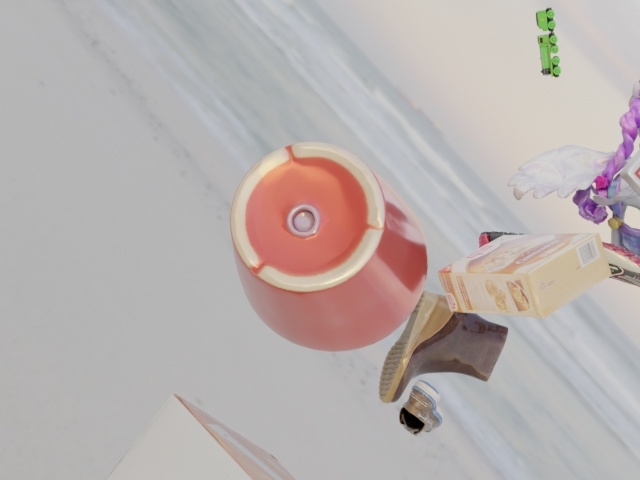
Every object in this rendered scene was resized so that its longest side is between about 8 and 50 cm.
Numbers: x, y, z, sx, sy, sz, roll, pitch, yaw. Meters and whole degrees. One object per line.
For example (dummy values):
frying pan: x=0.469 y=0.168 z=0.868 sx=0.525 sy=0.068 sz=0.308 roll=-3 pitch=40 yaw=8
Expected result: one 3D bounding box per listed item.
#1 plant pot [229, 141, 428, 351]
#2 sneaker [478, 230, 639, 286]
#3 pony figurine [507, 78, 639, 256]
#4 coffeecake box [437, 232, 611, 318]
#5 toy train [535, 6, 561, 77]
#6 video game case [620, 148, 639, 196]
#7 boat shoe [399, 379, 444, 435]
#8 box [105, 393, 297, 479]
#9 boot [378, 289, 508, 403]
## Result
plant pot: x=0.000 y=0.000 z=1.364 sx=0.275 sy=0.275 sz=0.243 roll=50 pitch=-2 yaw=17
sneaker: x=0.407 y=0.051 z=1.715 sx=0.299 sy=0.112 sz=0.121 roll=4 pitch=-2 yaw=34
pony figurine: x=0.574 y=-0.106 z=1.896 sx=0.303 sy=0.351 sz=0.363 roll=19 pitch=-39 yaw=54
coffeecake box: x=0.279 y=0.046 z=1.424 sx=0.185 sy=0.142 sz=0.068 roll=-2 pitch=-69 yaw=57
toy train: x=0.267 y=-0.231 z=1.205 sx=0.017 sy=0.024 sz=0.083 roll=-58 pitch=140 yaw=-69
video game case: x=0.550 y=-0.121 z=1.349 sx=0.204 sy=0.285 sz=0.025 roll=44 pitch=-8 yaw=-11
boat shoe: x=0.170 y=0.302 z=1.800 sx=0.066 sy=0.066 sz=0.183 roll=35 pitch=-18 yaw=26
box: x=-0.087 y=0.365 z=1.226 sx=0.215 sy=0.168 sz=0.345 roll=41 pitch=-6 yaw=-37
boot: x=0.245 y=0.239 z=2.026 sx=0.207 sy=0.248 sz=0.090 roll=27 pitch=-7 yaw=-15
